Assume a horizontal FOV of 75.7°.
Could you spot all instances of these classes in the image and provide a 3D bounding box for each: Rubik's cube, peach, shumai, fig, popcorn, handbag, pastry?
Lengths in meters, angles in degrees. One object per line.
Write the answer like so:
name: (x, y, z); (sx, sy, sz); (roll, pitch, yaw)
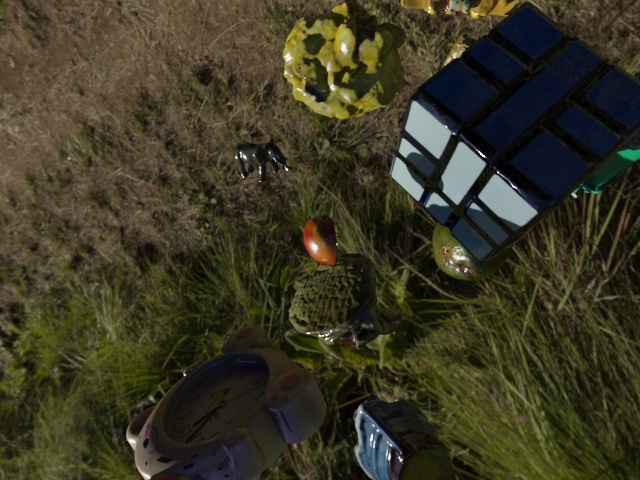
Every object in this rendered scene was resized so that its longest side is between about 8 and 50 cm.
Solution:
Rubik's cube: (0.331, -0.173, 0.747); (0.283, 0.288, 0.294); (46, 171, 18)
peach: (0.000, -0.001, 0.754); (0.061, 0.098, 0.098); (-7, 134, -6)
shumai: (0.092, 0.240, 1.342); (0.329, 0.292, 0.288); (-23, 137, 25)
fig: (0.405, -0.007, 1.030); (0.244, 0.195, 0.196); (-21, 133, -10)
popcorn: (0.056, -0.409, 0.946); (0.285, 0.215, 0.252); (20, 116, -2)
handbag: (0.468, -0.873, 1.316); (0.399, 0.133, 0.283); (4, 122, -4)
pastry: (0.448, -0.559, 1.332); (0.100, 0.229, 0.219); (34, 153, 11)

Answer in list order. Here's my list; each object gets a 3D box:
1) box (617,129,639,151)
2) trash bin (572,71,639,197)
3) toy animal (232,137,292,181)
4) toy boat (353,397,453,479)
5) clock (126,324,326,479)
box: (0.837, -0.300, 1.063); (0.171, 0.093, 0.124); (-15, 86, 3)
trash bin: (0.925, -0.336, 1.303); (0.259, 0.295, 0.381); (50, 176, 12)
toy animal: (-0.219, -0.291, 1.496); (0.244, 0.115, 0.147); (1, 131, 15)
toy boat: (0.124, 0.327, 0.662); (0.129, 0.142, 0.309); (-43, 133, -10)
clock: (-0.172, 0.305, 0.723); (0.283, 0.309, 0.114); (22, 138, 55)
